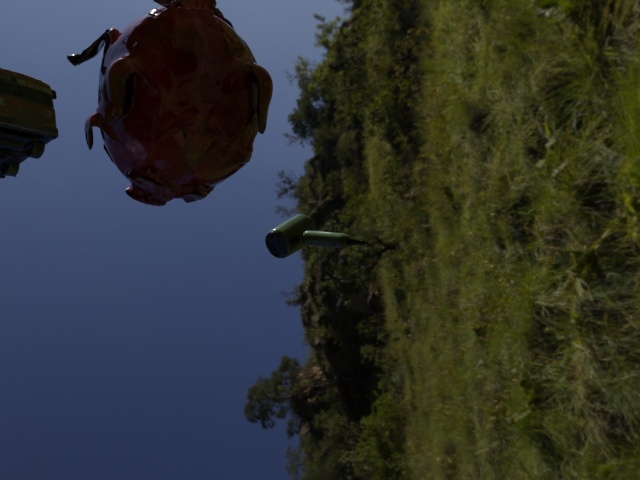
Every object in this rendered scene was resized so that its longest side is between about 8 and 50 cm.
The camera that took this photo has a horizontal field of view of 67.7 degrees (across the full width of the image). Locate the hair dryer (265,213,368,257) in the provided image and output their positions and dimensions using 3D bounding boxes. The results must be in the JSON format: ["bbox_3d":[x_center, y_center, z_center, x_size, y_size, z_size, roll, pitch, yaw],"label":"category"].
[{"bbox_3d":[0.000,0.000,0.664,0.071,0.150,0.047,-35,-56,-48],"label":"hair dryer"}]

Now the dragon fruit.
[{"bbox_3d":[-0.099,-0.109,0.354,0.136,0.133,0.166,24,-108,-59],"label":"dragon fruit"}]

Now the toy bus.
[{"bbox_3d":[-0.442,-0.158,0.654,0.091,0.182,0.103,6,-108,-54],"label":"toy bus"}]
